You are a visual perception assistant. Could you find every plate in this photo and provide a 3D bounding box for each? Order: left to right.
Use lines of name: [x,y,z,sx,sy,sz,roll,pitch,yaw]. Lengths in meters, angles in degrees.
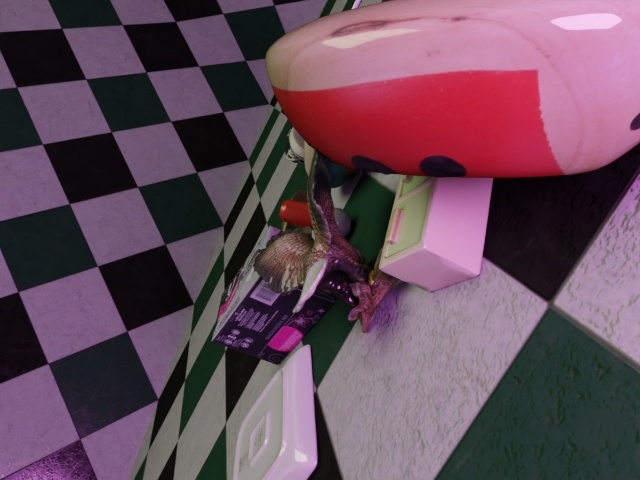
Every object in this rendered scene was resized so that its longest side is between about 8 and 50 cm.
plate: [-0.095,0.363,0.943,0.278,0.045,0.277,-57,19,24]

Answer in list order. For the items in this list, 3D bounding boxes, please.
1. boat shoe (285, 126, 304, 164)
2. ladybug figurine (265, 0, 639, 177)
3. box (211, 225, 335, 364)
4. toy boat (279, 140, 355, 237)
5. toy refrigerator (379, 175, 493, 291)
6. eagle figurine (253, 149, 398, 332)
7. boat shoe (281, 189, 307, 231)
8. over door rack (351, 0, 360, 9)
boat shoe: [-0.048,-0.282,1.594,0.340,0.127,0.158,-78,13,-58]
ladybug figurine: [0.132,-0.157,0.546,0.449,0.305,0.161,10,111,40]
box: [-0.099,0.117,1.087,0.247,0.163,0.142,-52,22,35]
toy boat: [0.028,-0.155,1.134,0.267,0.148,0.318,86,-159,-66]
toy refrigerator: [0.163,-0.078,0.707,0.102,0.094,0.269,-33,36,59]
eagle figurine: [0.004,0.004,0.857,0.226,0.298,0.225,-36,-31,-12]
boat shoe: [-0.075,-0.055,1.422,0.060,0.064,0.178,-30,41,59]
over door rack: [0.157,-0.320,0.768,0.324,0.240,0.108,-67,29,16]
